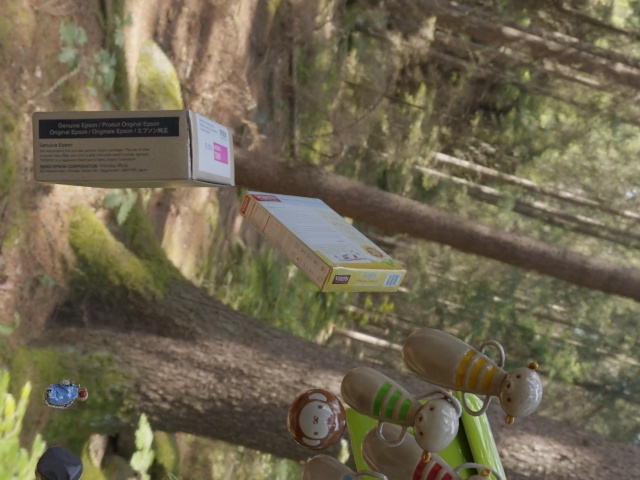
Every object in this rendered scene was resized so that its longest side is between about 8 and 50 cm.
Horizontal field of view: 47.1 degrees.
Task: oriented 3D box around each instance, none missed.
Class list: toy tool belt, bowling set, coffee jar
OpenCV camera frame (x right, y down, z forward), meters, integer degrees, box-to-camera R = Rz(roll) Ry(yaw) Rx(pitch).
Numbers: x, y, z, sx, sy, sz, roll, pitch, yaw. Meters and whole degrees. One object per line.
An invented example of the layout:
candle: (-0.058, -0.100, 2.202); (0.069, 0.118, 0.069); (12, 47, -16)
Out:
toy tool belt: (-0.477, 0.286, 1.376); (0.051, 0.083, 0.052); (122, -39, -47)
bowling set: (0.068, 0.213, 0.682); (0.199, 0.154, 0.287); (22, 88, -49)
coffee jar: (-0.575, 0.527, 1.599); (0.079, 0.096, 0.184); (-57, 174, -49)

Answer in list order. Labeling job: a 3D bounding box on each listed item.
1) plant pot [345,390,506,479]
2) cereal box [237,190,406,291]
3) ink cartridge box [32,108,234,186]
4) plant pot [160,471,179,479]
plant pot: (0.177, 0.362, 1.147); (0.228, 0.207, 0.227); (62, 12, -65)
cereal box: (0.000, 0.000, 1.171); (0.240, 0.173, 0.047); (41, -64, 40)
ink cartridge box: (-0.229, -0.113, 0.953); (0.234, 0.193, 0.088); (-19, 107, -85)
plant pot: (-0.273, 0.569, 1.146); (0.293, 0.275, 0.275); (-37, 173, -16)
